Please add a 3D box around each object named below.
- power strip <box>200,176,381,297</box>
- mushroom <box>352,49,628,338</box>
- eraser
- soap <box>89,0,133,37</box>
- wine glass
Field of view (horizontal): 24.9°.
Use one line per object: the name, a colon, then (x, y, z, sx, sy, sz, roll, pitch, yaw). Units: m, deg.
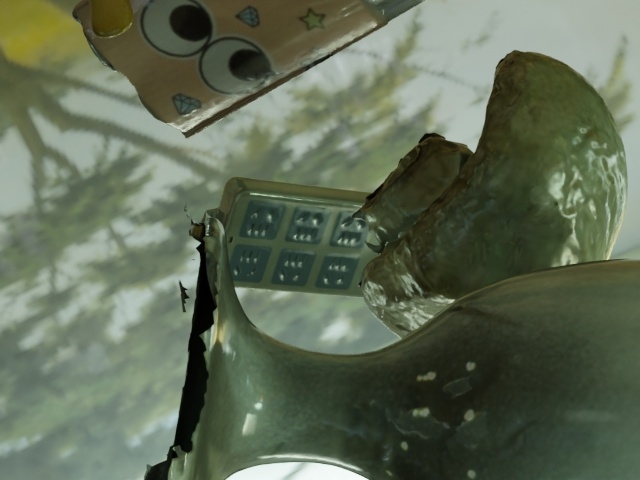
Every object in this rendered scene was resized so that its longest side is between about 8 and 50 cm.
power strip: (0.000, 0.000, 1.567, 0.271, 0.118, 0.046, 5, -157, -29)
mushroom: (0.147, -0.004, 1.164, 0.267, 0.190, 0.164, -47, -168, 15)
eraser: (-0.066, -0.223, 1.310, 0.291, 0.171, 0.087, -26, -149, 31)
soap: (-0.161, -0.185, 1.092, 0.034, 0.089, 0.012, -17, 143, 2)
wine glass: (0.095, 0.091, 0.687, 0.357, 0.190, 0.190, 6, -176, -6)
